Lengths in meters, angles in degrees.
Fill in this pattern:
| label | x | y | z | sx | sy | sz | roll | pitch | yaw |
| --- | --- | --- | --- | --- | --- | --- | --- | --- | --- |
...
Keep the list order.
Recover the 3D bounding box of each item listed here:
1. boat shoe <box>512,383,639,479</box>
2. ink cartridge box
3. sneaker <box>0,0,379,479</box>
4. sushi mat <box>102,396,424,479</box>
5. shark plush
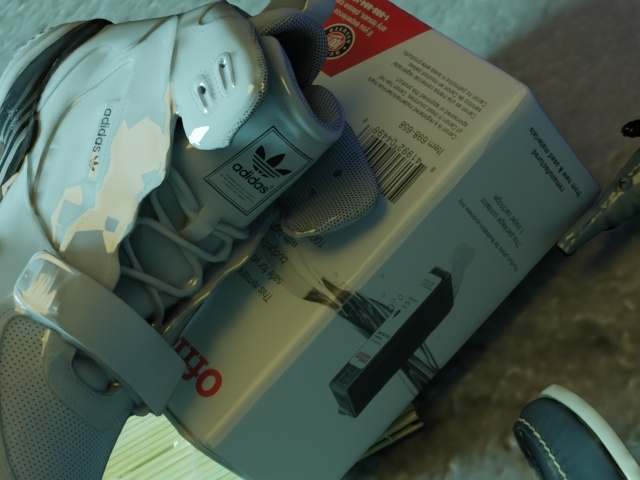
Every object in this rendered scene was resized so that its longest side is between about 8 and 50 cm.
| label | x | y | z | sx | sy | sz | roll | pitch | yaw |
| --- | --- | --- | --- | --- | --- | --- | --- | --- | --- |
| boat shoe | 0.153 | 0.179 | 0.866 | 0.079 | 0.095 | 0.254 | -30 | 53 | -1 |
| ink cartridge box | 0.000 | 0.000 | 1.066 | 0.273 | 0.114 | 0.197 | -47 | 44 | -3 |
| sneaker | -0.095 | 0.007 | 0.948 | 0.210 | 0.137 | 0.366 | -16 | 49 | 31 |
| sushi mat | -0.086 | 0.133 | 1.126 | 0.316 | 0.019 | 0.151 | -31 | 44 | 13 |
| shark plush | 0.194 | -0.057 | 1.026 | 0.161 | 0.067 | 0.073 | -37 | 44 | 8 |
